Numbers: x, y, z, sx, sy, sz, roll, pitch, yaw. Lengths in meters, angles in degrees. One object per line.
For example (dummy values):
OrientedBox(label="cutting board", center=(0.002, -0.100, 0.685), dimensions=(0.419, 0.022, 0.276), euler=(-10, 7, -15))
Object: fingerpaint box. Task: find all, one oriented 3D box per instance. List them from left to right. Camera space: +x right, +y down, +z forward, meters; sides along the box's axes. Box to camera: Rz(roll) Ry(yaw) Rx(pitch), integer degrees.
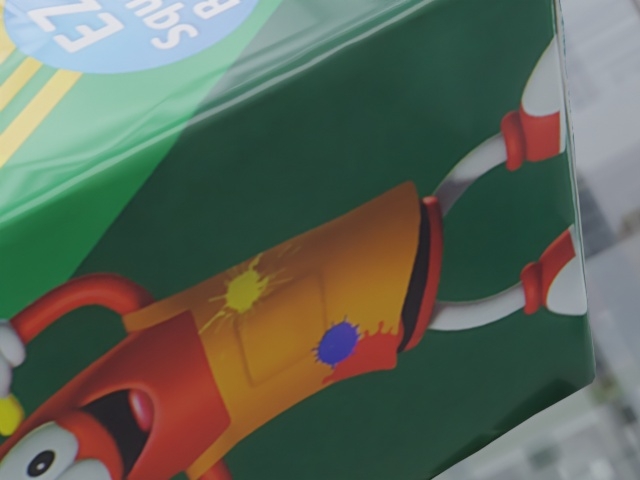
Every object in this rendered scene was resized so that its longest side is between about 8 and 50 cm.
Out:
OrientedBox(label="fingerpaint box", center=(-0.202, -0.036, 0.586), dimensions=(0.371, 0.445, 0.163), euler=(-28, -49, -20))
